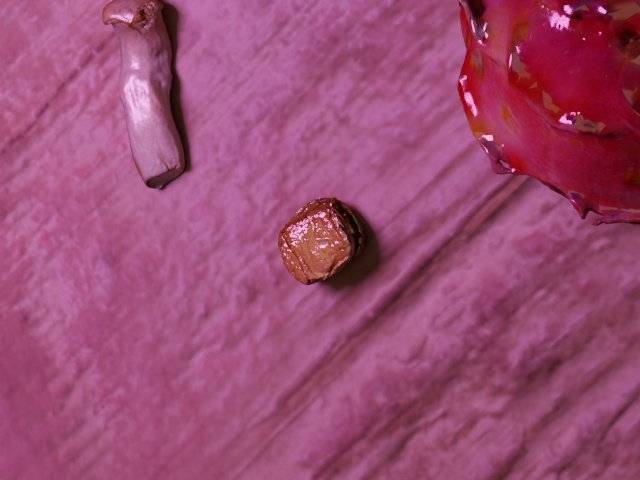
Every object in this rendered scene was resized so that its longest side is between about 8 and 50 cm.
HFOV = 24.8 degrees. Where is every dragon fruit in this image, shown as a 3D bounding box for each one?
[{"bbox_3d":[0.278,-0.191,1.195,0.386,0.249,0.370,12,91,19],"label":"dragon fruit"}]

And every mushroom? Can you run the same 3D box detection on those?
[{"bbox_3d":[-0.177,-0.153,1.474,0.059,0.054,0.202,-6,93,21],"label":"mushroom"}]

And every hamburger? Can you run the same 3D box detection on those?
[{"bbox_3d":[0.000,0.000,1.407,0.083,0.044,0.076,-32,81,22],"label":"hamburger"}]
